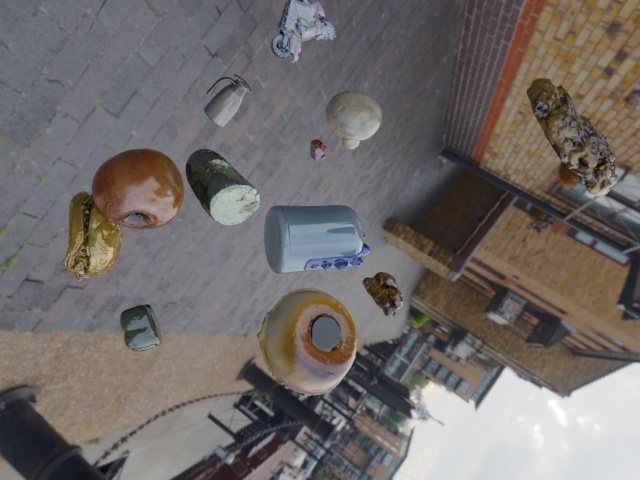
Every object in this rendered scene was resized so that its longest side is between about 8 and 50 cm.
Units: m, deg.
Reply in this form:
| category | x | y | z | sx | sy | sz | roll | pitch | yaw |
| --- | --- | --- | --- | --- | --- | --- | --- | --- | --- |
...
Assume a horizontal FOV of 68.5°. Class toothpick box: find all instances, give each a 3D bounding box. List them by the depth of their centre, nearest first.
| category | x | y | z | sx | sy | sz | roll | pitch | yaw |
| --- | --- | --- | --- | --- | --- | --- | --- | --- | --- |
| toothpick box | 0.000 | 0.000 | 1.653 | 0.355 | 0.263 | 0.263 | -4 | 138 | -22 |

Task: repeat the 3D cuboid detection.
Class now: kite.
| category | x | y | z | sx | sy | sz | roll | pitch | yaw |
| --- | --- | --- | --- | --- | --- | --- | --- | --- | --- |
| kite | -0.504 | -0.552 | 1.091 | 0.229 | 0.016 | 0.127 | 6 | -106 | 57 |

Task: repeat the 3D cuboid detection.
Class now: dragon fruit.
| category | x | y | z | sx | sy | sz | roll | pitch | yaw |
| --- | --- | --- | --- | --- | --- | --- | --- | --- | --- |
| dragon fruit | -0.006 | -0.363 | 1.883 | 0.060 | 0.056 | 0.083 | -22 | 141 | -22 |

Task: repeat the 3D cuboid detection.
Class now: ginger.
| category | x | y | z | sx | sy | sz | roll | pitch | yaw |
| --- | --- | --- | --- | --- | --- | --- | --- | --- | --- |
| ginger | 0.220 | 0.176 | 1.571 | 0.103 | 0.162 | 0.073 | -31 | 158 | -6 |

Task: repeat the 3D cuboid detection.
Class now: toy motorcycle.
| category | x | y | z | sx | sy | sz | roll | pitch | yaw |
| --- | --- | --- | --- | --- | --- | --- | --- | --- | --- |
| toy motorcycle | -0.042 | -0.691 | 1.542 | 0.239 | 0.204 | 0.108 | -67 | -157 | 13 |

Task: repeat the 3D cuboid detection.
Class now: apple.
| category | x | y | z | sx | sy | sz | roll | pitch | yaw |
| --- | --- | --- | --- | --- | --- | --- | --- | --- | --- |
| apple | -0.530 | -0.156 | 1.378 | 0.253 | 0.253 | 0.253 | -51 | 164 | -21 |

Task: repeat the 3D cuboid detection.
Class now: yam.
| category | x | y | z | sx | sy | sz | roll | pitch | yaw |
| --- | --- | --- | --- | --- | --- | --- | --- | --- | --- |
| yam | -0.272 | -0.141 | 1.279 | 0.154 | 0.254 | 0.154 | -20 | 129 | -27 |

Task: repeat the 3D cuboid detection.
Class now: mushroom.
| category | x | y | z | sx | sy | sz | roll | pitch | yaw |
| --- | --- | --- | --- | --- | --- | --- | --- | --- | --- |
| mushroom | 0.120 | -0.448 | 1.718 | 0.206 | 0.206 | 0.209 | -56 | 178 | -3 |

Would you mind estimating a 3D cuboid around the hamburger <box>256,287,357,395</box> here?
| category | x | y | z | sx | sy | sz | roll | pitch | yaw |
| --- | --- | --- | --- | --- | --- | --- | --- | --- | --- |
| hamburger | -0.022 | 0.216 | 1.009 | 0.237 | 0.237 | 0.147 | -46 | -171 | -36 |

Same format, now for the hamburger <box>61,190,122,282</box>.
| category | x | y | z | sx | sy | sz | roll | pitch | yaw |
| --- | --- | --- | --- | --- | --- | --- | --- | --- | --- |
| hamburger | -0.723 | -0.007 | 1.505 | 0.318 | 0.158 | 0.318 | -173 | -90 | -71 |

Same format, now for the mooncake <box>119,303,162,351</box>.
| category | x | y | z | sx | sy | sz | roll | pitch | yaw |
| --- | --- | --- | --- | --- | --- | --- | --- | --- | --- |
| mooncake | -0.562 | 0.261 | 1.464 | 0.104 | 0.168 | 0.175 | -13 | 143 | -13 |

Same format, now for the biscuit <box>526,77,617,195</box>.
| category | x | y | z | sx | sy | sz | roll | pitch | yaw |
| --- | --- | --- | --- | --- | --- | --- | --- | --- | --- |
| biscuit | 0.634 | -0.267 | 1.167 | 0.081 | 0.334 | 0.289 | -35 | 176 | 38 |

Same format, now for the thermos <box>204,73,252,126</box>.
| category | x | y | z | sx | sy | sz | roll | pitch | yaw |
| --- | --- | --- | --- | --- | --- | --- | --- | --- | --- |
| thermos | -0.362 | -0.550 | 1.805 | 0.137 | 0.105 | 0.193 | 30 | 121 | -36 |
